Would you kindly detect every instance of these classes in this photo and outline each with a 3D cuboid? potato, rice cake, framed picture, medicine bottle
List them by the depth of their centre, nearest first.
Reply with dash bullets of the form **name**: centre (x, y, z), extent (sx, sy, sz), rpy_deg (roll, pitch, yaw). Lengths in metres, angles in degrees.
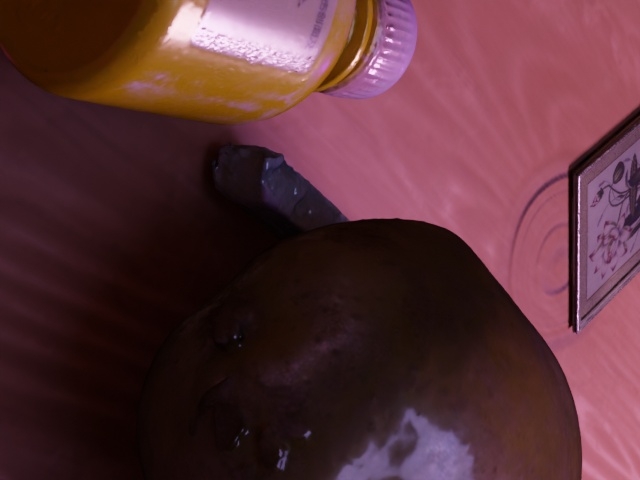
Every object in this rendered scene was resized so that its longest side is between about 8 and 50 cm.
- **medicine bottle**: centre (-0.038, -0.113, 0.581), extent (0.212, 0.122, 0.121), rpy_deg (4, 104, -54)
- **potato**: centre (0.031, 0.128, 0.689), extent (0.243, 0.221, 0.326), rpy_deg (-47, 138, -33)
- **rice cake**: centre (0.000, 0.000, 0.752), extent (0.211, 0.043, 0.034), rpy_deg (42, 63, -53)
- **framed picture**: centre (0.290, -0.040, 1.131), extent (0.231, 0.010, 0.173), rpy_deg (-38, 134, -35)
